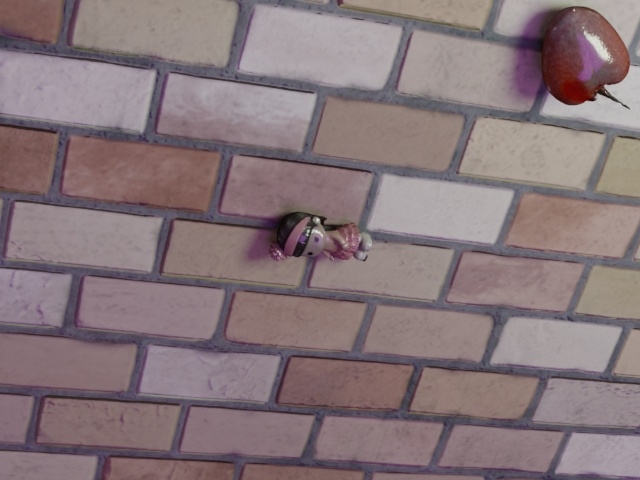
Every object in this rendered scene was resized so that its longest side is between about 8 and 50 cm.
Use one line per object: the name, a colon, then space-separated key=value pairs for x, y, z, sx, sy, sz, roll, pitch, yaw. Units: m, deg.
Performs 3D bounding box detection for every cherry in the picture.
cherry: x=0.323 y=-0.225 z=1.616 sx=0.106 sy=0.087 sz=0.126 roll=-6 pitch=106 yaw=-2

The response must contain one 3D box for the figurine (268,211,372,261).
figurine: x=0.000 y=0.000 z=1.711 sx=0.129 sy=0.054 sz=0.072 roll=7 pitch=136 yaw=-26
